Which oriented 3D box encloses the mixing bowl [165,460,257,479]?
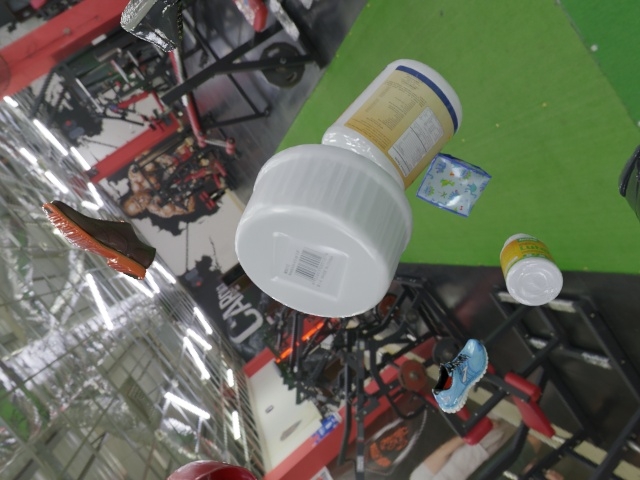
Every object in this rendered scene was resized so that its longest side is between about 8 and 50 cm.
[{"bbox_3d":[-0.193,0.419,0.703,0.098,0.181,0.182,10,140,46],"label":"mixing bowl"}]

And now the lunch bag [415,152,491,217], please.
[{"bbox_3d":[0.340,-0.149,1.184,0.151,0.129,0.096,16,-156,-17],"label":"lunch bag"}]

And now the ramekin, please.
[{"bbox_3d":[0.000,0.000,0.723,0.276,0.135,0.277,12,138,11],"label":"ramekin"}]

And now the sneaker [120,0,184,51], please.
[{"bbox_3d":[-0.319,-0.512,0.980,0.118,0.221,0.083,18,-126,-52],"label":"sneaker"}]

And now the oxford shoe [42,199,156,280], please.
[{"bbox_3d":[-0.505,-0.016,1.051,0.096,0.099,0.271,-1,144,40],"label":"oxford shoe"}]

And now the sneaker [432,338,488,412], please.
[{"bbox_3d":[0.282,0.264,0.919,0.073,0.162,0.063,45,156,-17],"label":"sneaker"}]

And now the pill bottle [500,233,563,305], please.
[{"bbox_3d":[0.585,0.068,1.280,0.136,0.136,0.246,54,-156,-9],"label":"pill bottle"}]

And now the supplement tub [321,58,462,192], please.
[{"bbox_3d":[0.146,-0.229,1.044,0.228,0.316,0.228,41,172,7],"label":"supplement tub"}]

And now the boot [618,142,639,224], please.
[{"bbox_3d":[0.597,-0.107,0.658,0.146,0.445,0.368,15,127,17],"label":"boot"}]
